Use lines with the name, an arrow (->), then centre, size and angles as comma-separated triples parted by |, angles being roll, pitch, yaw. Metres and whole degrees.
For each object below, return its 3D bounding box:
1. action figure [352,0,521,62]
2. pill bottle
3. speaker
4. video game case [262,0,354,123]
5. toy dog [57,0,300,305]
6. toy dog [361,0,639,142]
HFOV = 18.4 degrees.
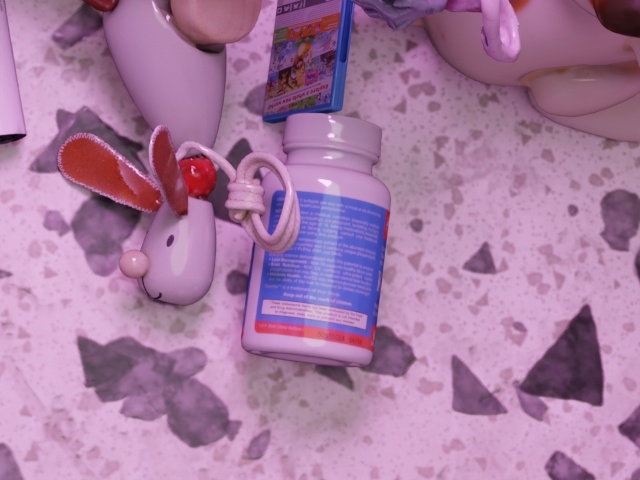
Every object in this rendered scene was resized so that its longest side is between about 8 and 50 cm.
action figure -> 0.104, -0.373, 1.574 | 0.275, 0.248, 0.370 | 27, 79, 18
pill bottle -> 0.000, 0.000, 1.811 | 0.124, 0.124, 0.221 | 9, 83, -13
speaker -> -0.303, -0.155, 1.789 | 0.055, 0.055, 0.136 | -9, 86, -15
video game case -> -0.008, -0.196, 1.835 | 0.015, 0.119, 0.166 | 13, 80, -33
toy dog -> -0.156, -0.117, 1.759 | 0.161, 0.220, 0.334 | 0, 73, -36
toy dog -> 0.256, -0.278, 1.759 | 0.395, 0.408, 0.285 | 9, 81, -13
